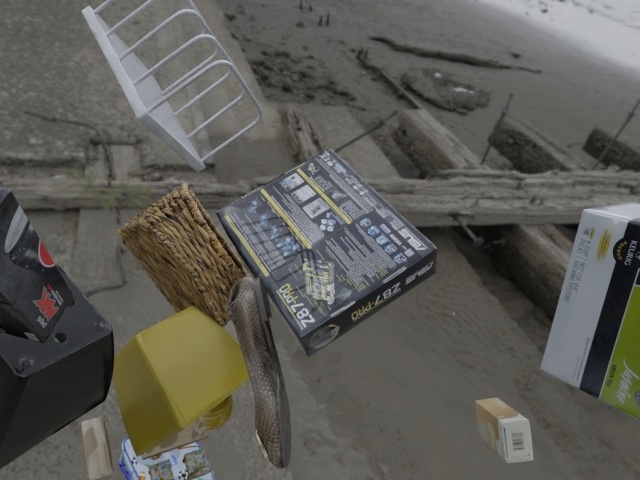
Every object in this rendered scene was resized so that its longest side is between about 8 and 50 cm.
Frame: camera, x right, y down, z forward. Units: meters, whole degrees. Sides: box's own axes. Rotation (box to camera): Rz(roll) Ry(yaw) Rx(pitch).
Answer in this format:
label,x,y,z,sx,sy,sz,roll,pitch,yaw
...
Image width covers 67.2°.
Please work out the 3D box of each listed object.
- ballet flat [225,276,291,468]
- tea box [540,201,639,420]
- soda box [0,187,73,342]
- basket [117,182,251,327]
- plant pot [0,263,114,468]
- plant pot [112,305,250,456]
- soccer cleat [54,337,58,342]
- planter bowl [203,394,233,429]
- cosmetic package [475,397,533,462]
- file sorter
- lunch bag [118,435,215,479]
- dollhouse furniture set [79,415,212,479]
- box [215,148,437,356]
label,x,y,z,sx,sy,sz,roll,pitch,yaw
ballet flat,-0.083,0.172,0.638,0.058,0.084,0.250,-12,82,-1
tea box,0.616,0.130,0.832,0.219,0.329,0.323,-8,23,-38
soda box,-0.271,0.024,0.409,0.053,0.169,0.060,15,55,1
basket,-0.259,0.022,1.090,0.213,0.299,0.223,-13,24,49
plant pot,-0.380,0.143,0.622,0.187,0.167,0.188,45,30,9
plant pot,-0.281,0.257,0.945,0.212,0.212,0.187,-26,80,-51
soccer cleat,-0.717,0.326,1.391,0.121,0.290,0.093,-8,5,-28
planter bowl,-0.338,0.438,1.426,0.217,0.217,0.090,19,19,11
cosmetic package,0.276,0.286,0.734,0.041,0.060,0.115,-6,-4,-2
file sorter,-0.253,-0.307,0.862,0.173,0.193,0.278,-34,67,3
lunch bag,-0.499,0.729,1.538,0.243,0.115,0.303,-11,42,-42
dollhouse furniture set,-0.356,0.407,0.998,0.241,0.161,0.212,-9,66,-29
box,0.000,0.000,1.028,0.318,0.097,0.395,-31,52,-14
